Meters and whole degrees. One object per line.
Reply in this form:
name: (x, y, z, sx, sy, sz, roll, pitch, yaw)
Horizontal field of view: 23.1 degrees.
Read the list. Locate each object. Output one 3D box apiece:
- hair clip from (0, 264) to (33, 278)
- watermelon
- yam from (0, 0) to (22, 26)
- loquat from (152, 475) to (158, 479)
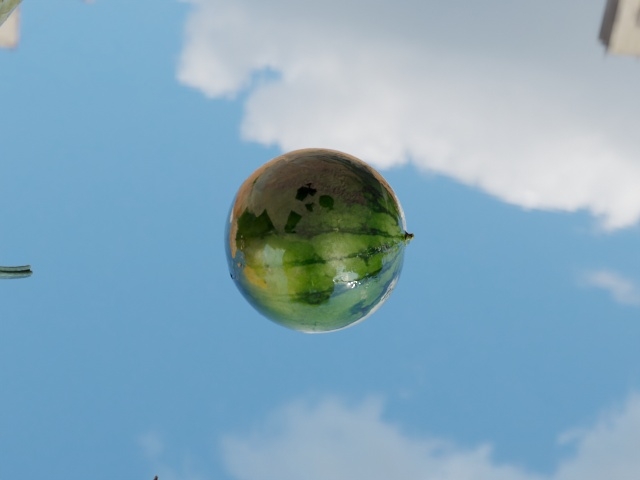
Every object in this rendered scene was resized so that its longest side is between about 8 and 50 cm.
hair clip: (-0.455, 0.020, 1.959, 0.039, 0.070, 0.229, -13, 153, 38)
watermelon: (-0.005, 0.000, 2.025, 0.242, 0.242, 0.242, 6, -151, -4)
yam: (-0.376, -0.227, 1.452, 0.168, 0.168, 0.304, 25, -111, 27)
loquat: (-0.165, 0.333, 1.446, 0.187, 0.234, 0.176, -8, 158, 39)
